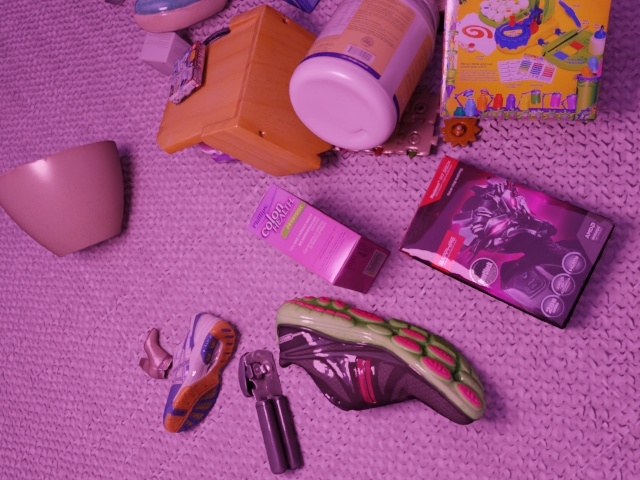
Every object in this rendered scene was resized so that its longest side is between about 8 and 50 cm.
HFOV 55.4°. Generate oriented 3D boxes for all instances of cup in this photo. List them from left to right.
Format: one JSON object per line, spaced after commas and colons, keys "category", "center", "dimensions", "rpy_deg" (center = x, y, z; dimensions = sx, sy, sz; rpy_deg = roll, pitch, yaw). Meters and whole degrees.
{"category": "cup", "center": [-0.655, -0.096, 1.610], "dimensions": [0.331, 0.331, 0.237], "rpy_deg": [-19, 99, 19]}

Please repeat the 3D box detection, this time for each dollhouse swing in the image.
{"category": "dollhouse swing", "center": [-0.172, -0.321, 1.479], "dimensions": [0.305, 0.315, 0.347], "rpy_deg": [-25, 50, 49]}

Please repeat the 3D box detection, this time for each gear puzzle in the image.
{"category": "gear puzzle", "center": [0.197, -0.266, 1.405], "dimensions": [0.338, 0.044, 0.176], "rpy_deg": [7, 73, 20]}

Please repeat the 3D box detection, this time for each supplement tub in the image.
{"category": "supplement tub", "center": [0.104, -0.387, 1.311], "dimensions": [0.241, 0.241, 0.331], "rpy_deg": [16, 62, 24]}

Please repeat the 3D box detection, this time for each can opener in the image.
{"category": "can opener", "center": [-0.124, 0.393, 1.412], "dimensions": [0.095, 0.076, 0.284], "rpy_deg": [-35, 66, 48]}

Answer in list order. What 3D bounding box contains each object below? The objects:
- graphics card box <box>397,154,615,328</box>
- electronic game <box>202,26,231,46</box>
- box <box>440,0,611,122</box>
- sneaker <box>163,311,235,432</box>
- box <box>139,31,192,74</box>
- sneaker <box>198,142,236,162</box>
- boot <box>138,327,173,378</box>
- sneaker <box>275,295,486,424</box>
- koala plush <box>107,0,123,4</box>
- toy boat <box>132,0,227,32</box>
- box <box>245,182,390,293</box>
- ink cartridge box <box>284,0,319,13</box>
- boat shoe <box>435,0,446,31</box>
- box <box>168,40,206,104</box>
{"category": "graphics card box", "center": [0.372, -0.002, 1.253], "dimensions": [0.370, 0.094, 0.233], "rpy_deg": [28, 91, 24]}
{"category": "electronic game", "center": [-0.238, -0.458, 1.617], "dimensions": [0.229, 0.048, 0.230], "rpy_deg": [-2, 82, 16]}
{"category": "box", "center": [0.398, -0.389, 1.198], "dimensions": [0.289, 0.177, 0.279], "rpy_deg": [7, 111, 18]}
{"category": "sneaker", "center": [-0.312, 0.317, 1.489], "dimensions": [0.131, 0.111, 0.297], "rpy_deg": [25, 89, 42]}
{"category": "box", "center": [-0.419, -0.513, 1.675], "dimensions": [0.101, 0.101, 0.087], "rpy_deg": [13, 86, 26]}
{"category": "sneaker", "center": [-0.184, -0.253, 1.537], "dimensions": [0.236, 0.105, 0.095], "rpy_deg": [-14, 63, -1]}
{"category": "boot", "center": [-0.412, 0.293, 1.559], "dimensions": [0.086, 0.042, 0.119], "rpy_deg": [17, 88, 18]}
{"category": "sneaker", "center": [0.116, 0.271, 1.289], "dimensions": [0.482, 0.185, 0.202], "rpy_deg": [19, 106, 28]}
{"category": "koala plush", "center": [-0.642, -0.859, 1.799], "dimensions": [0.196, 0.203, 0.221], "rpy_deg": [30, 81, 24]}
{"category": "toy boat", "center": [-0.421, -0.673, 1.648], "dimensions": [0.267, 0.148, 0.318], "rpy_deg": [-36, 45, -27]}
{"category": "box", "center": [0.000, 0.000, 1.342], "dimensions": [0.243, 0.213, 0.117], "rpy_deg": [31, 93, 25]}
{"category": "ink cartridge box", "center": [-0.076, -0.774, 1.557], "dimensions": [0.395, 0.151, 0.270], "rpy_deg": [35, 95, 23]}
{"category": "boat shoe", "center": [0.374, -0.551, 1.338], "dimensions": [0.340, 0.121, 0.110], "rpy_deg": [-1, 80, 24]}
{"category": "box", "center": [-0.318, -0.401, 1.456], "dimensions": [0.094, 0.027, 0.137], "rpy_deg": [-27, 49, 35]}
